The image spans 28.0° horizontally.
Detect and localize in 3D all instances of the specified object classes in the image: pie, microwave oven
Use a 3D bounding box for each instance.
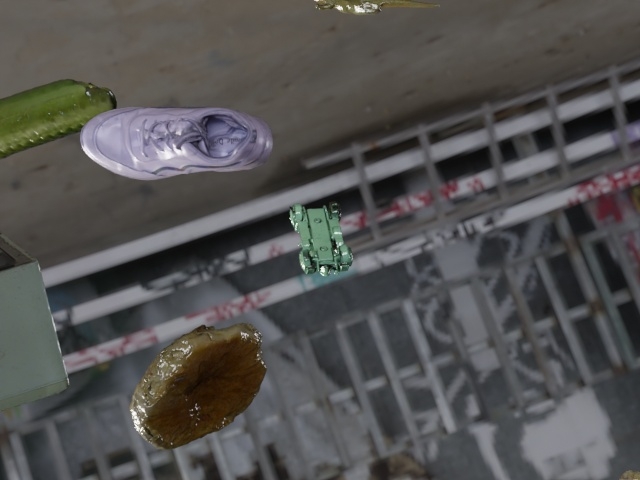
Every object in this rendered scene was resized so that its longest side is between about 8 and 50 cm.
[{"bbox_3d":[-0.145,0.174,1.579,0.195,0.046,0.195,-30,142,-27],"label":"pie"},{"bbox_3d":[-0.367,0.087,1.370,0.129,0.163,0.205,-18,-165,-22],"label":"microwave oven"}]

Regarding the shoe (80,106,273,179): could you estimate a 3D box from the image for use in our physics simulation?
[{"bbox_3d":[-0.183,-0.128,1.614,0.245,0.095,0.137,0,177,-2],"label":"shoe"}]

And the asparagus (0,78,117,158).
[{"bbox_3d":[-0.507,-0.219,2.298,0.382,0.108,0.128,-13,179,23],"label":"asparagus"}]

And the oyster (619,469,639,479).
[{"bbox_3d":[0.351,0.280,1.335,0.083,0.080,0.038,11,170,-9],"label":"oyster"}]

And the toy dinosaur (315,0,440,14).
[{"bbox_3d":[0.060,-0.302,1.628,0.162,0.039,0.126,8,-174,-6],"label":"toy dinosaur"}]

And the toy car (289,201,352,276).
[{"bbox_3d":[0.000,0.000,1.773,0.073,0.143,0.054,-4,127,-8],"label":"toy car"}]
